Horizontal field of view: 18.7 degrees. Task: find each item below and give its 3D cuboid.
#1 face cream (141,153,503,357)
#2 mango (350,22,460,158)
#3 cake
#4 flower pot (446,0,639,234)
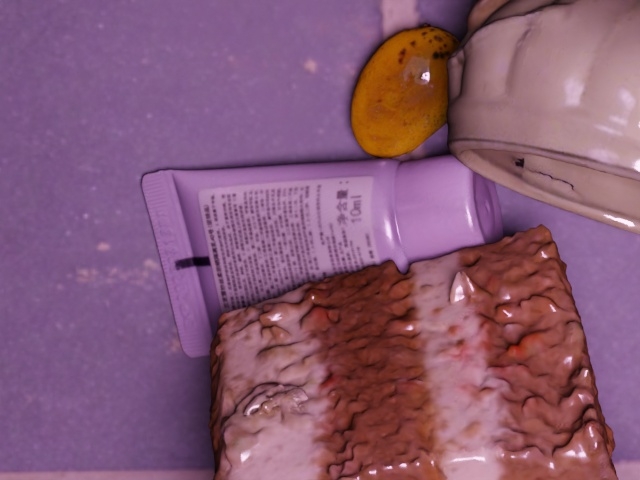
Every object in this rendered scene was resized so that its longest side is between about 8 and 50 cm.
[{"bbox_3d":[0.000,0.000,1.504,0.274,0.096,0.154,-10,102,19],"label":"face cream"},{"bbox_3d":[0.067,-0.113,1.490,0.079,0.057,0.114,31,109,-4],"label":"mango"},{"bbox_3d":[0.075,0.177,1.393,0.290,0.255,0.282,-12,122,5],"label":"cake"},{"bbox_3d":[0.251,-0.135,1.366,0.307,0.307,0.244,18,85,3],"label":"flower pot"}]
